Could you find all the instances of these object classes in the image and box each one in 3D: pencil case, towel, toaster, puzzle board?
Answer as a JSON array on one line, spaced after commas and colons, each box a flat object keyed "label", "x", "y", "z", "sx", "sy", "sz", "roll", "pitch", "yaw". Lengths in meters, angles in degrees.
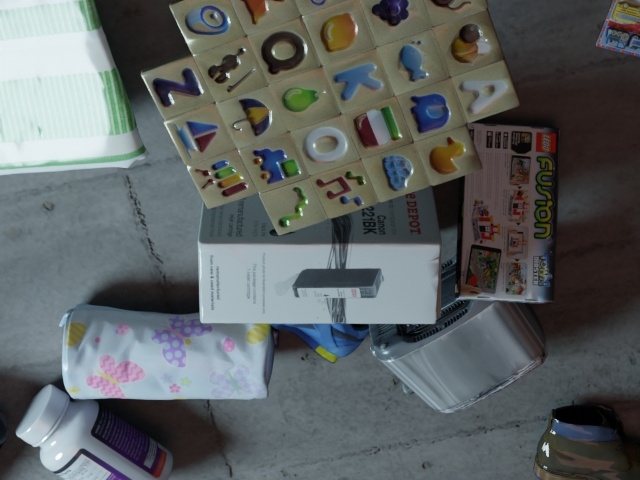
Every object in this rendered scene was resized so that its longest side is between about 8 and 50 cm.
[{"label": "pencil case", "x": -0.189, "y": 0.139, "z": 1.722, "sx": 0.273, "sy": 0.113, "sz": 0.124, "roll": -2, "pitch": 113, "yaw": 0}, {"label": "towel", "x": -0.340, "y": -0.219, "z": 1.507, "sx": 0.248, "sy": 0.038, "sz": 0.324, "roll": -2, "pitch": 122, "yaw": 24}, {"label": "toaster", "x": 0.182, "y": 0.110, "z": 1.705, "sx": 0.227, "sy": 0.129, "sz": 0.146, "roll": -32, "pitch": 120, "yaw": 13}, {"label": "puzzle board", "x": 0.390, "y": -0.250, "z": 1.556, "sx": 0.128, "sy": 0.011, "sz": 0.096, "roll": 12, "pitch": 120, "yaw": -9}]

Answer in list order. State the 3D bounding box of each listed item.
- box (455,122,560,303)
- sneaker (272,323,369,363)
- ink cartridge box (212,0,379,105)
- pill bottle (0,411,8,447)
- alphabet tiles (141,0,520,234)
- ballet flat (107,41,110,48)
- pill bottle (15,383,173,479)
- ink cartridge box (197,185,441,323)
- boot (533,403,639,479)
[{"label": "box", "x": 0.219, "y": -0.031, "z": 1.603, "sx": 0.114, "sy": 0.036, "sz": 0.206, "roll": 4, "pitch": 84, "yaw": -3}, {"label": "sneaker", "x": -0.015, "y": 0.079, "z": 1.695, "sx": 0.082, "sy": 0.069, "sz": 0.209, "roll": -40, "pitch": 134, "yaw": 16}, {"label": "ink cartridge box", "x": -0.026, "y": -0.240, "z": 1.433, "sx": 0.160, "sy": 0.219, "sz": 0.092, "roll": 13, "pitch": 120, "yaw": -8}, {"label": "pill bottle", "x": -0.507, "y": 0.308, "z": 1.813, "sx": 0.123, "sy": 0.122, "sz": 0.219, "roll": 31, "pitch": 115, "yaw": -18}, {"label": "alphabet tiles", "x": 0.012, "y": -0.151, "z": 1.357, "sx": 0.343, "sy": 0.011, "sz": 0.285, "roll": -18, "pitch": 122, "yaw": 11}, {"label": "ballet flat", "x": -0.294, "y": -0.285, "z": 1.504, "sx": 0.084, "sy": 0.058, "sz": 0.249, "roll": -9, "pitch": 117, "yaw": 30}, {"label": "pill bottle", "x": -0.300, "y": 0.274, "z": 1.804, "sx": 0.193, "sy": 0.108, "sz": 0.108, "roll": 38, "pitch": 113, "yaw": -21}, {"label": "ink cartridge box", "x": 0.000, "y": 0.000, "z": 1.591, "sx": 0.273, "sy": 0.197, "sz": 0.114, "roll": 1, "pitch": 121, "yaw": -2}, {"label": "boot", "x": 0.400, "y": 0.279, "z": 1.834, "sx": 0.219, "sy": 0.082, "sz": 0.106, "roll": 0, "pitch": 124, "yaw": 1}]
